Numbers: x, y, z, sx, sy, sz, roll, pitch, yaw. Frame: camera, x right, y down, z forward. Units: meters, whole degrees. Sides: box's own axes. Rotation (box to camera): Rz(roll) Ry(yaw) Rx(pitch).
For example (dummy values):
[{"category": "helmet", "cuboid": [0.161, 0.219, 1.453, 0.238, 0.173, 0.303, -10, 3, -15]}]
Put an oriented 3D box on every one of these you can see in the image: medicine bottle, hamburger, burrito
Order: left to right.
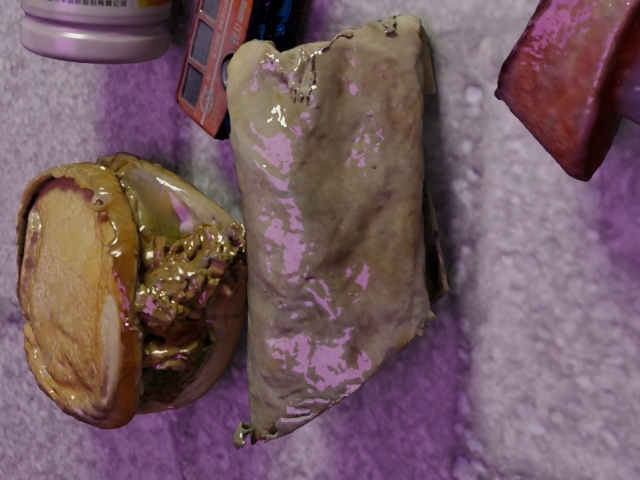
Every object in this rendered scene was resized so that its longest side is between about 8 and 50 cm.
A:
[{"category": "medicine bottle", "cuboid": [-0.188, -0.283, 1.152, 0.133, 0.133, 0.250, 19, 113, 38]}, {"category": "hamburger", "cuboid": [-0.176, 0.040, 1.223, 0.286, 0.146, 0.243, -35, 71, 49]}, {"category": "burrito", "cuboid": [0.012, 0.002, 1.048, 0.175, 0.107, 0.348, 4, 101, 19]}]

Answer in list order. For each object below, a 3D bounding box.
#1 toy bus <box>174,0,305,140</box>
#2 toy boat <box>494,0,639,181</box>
[{"category": "toy bus", "cuboid": [-0.056, -0.196, 1.099, 0.096, 0.073, 0.235, 38, 125, 37]}, {"category": "toy boat", "cuboid": [0.265, -0.087, 0.838, 0.282, 0.096, 0.206, 38, 110, 18]}]
